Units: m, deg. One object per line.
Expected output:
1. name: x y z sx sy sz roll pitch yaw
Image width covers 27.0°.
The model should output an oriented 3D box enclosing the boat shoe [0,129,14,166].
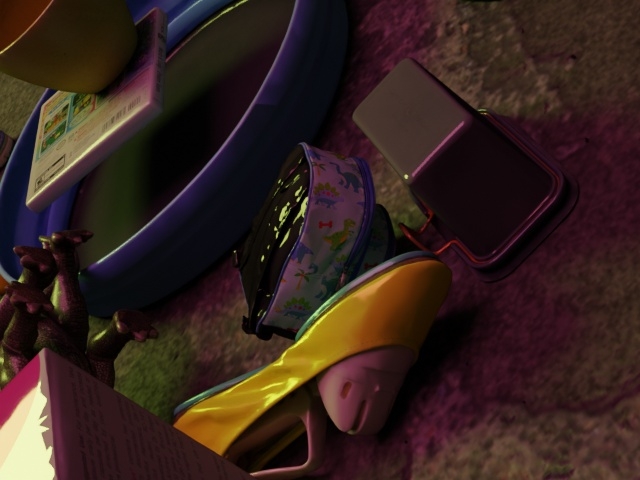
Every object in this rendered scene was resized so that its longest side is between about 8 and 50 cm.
1. boat shoe: -0.425 -0.062 1.487 0.183 0.066 0.066 -50 32 2

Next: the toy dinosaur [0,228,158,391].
1. toy dinosaur: -0.194 0.088 0.918 0.313 0.121 0.160 46 119 49

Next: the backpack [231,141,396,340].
1. backpack: 0.000 0.000 0.863 0.105 0.084 0.114 -106 33 -58

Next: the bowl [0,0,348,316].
1. bowl: -0.132 -0.109 1.161 0.391 0.077 0.391 -32 38 29

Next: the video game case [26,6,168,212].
1. video game case: -0.192 -0.114 1.151 0.157 0.019 0.143 -36 35 25

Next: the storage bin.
1. storage bin: 0.076 -0.048 0.828 0.098 0.091 0.135 -46 32 9

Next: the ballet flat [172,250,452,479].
1. ballet flat: -0.001 0.095 0.815 0.231 0.077 0.077 -35 57 29

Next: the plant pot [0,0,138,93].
1. plant pot: -0.212 -0.178 1.130 0.134 0.095 0.134 -33 35 28

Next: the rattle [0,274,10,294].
1. rattle: -0.335 -0.027 1.354 0.142 0.130 0.200 -9 14 20

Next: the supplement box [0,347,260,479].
1. supplement box: -0.093 0.173 0.700 0.111 0.220 0.114 -43 34 13
